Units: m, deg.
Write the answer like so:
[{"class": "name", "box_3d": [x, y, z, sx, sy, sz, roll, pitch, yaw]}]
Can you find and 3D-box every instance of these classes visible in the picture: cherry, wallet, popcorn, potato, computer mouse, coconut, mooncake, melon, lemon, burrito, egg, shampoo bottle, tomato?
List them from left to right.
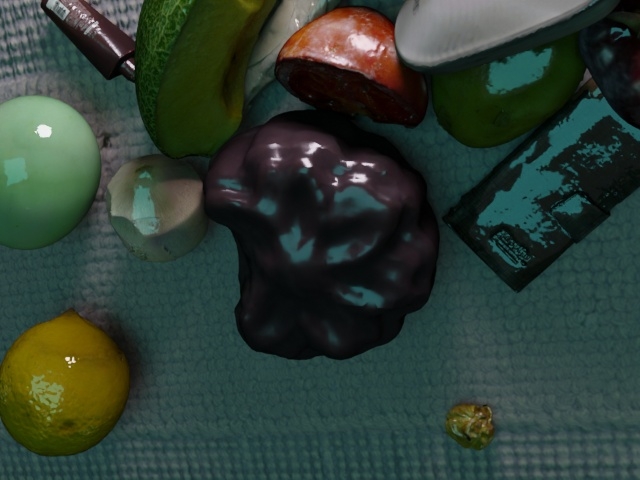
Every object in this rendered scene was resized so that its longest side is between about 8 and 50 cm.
[{"class": "egg", "box_3d": [-0.481, -0.110, 1.524, 0.220, 0.220, 0.270, 31, 113, 9]}, {"class": "lemon", "box_3d": [-0.454, 0.265, 1.619, 0.228, 0.228, 0.254, 18, 114, 13]}, {"class": "shampoo bottle", "box_3d": [-0.354, -0.324, 1.507, 0.236, 0.067, 0.068, 44, 124, 3]}, {"class": "coconut", "box_3d": [-0.266, -0.056, 1.480, 0.170, 0.183, 0.171, -3, 61, 6]}, {"class": "melon", "box_3d": [-0.172, -0.288, 1.339, 0.226, 0.331, 0.343, 27, 111, -23]}, {"class": "burrito", "box_3d": [-0.059, -0.310, 1.410, 0.275, 0.059, 0.082, -47, 56, 25]}, {"class": "mooncake", "box_3d": [0.000, 0.000, 1.382, 0.350, 0.212, 0.381, -15, 111, 17]}, {"class": "tomato", "box_3d": [0.056, -0.260, 1.322, 0.233, 0.200, 0.140, 16, 80, 19]}, {"class": "popcorn", "box_3d": [0.240, 0.304, 1.470, 0.084, 0.084, 0.084, 5, 106, 18]}, {"class": "computer mouse", "box_3d": [0.226, -0.310, 1.130, 0.331, 0.197, 0.095, -12, 141, 42]}, {"class": "potato", "box_3d": [0.259, -0.239, 1.268, 0.186, 0.148, 0.253, 27, 120, -12]}, {"class": "wallet", "box_3d": [0.344, -0.077, 1.345, 0.169, 0.044, 0.317, 46, 115, 1]}, {"class": "cherry", "box_3d": [0.445, -0.251, 1.135, 0.218, 0.296, 0.255, -28, 69, 37]}]
